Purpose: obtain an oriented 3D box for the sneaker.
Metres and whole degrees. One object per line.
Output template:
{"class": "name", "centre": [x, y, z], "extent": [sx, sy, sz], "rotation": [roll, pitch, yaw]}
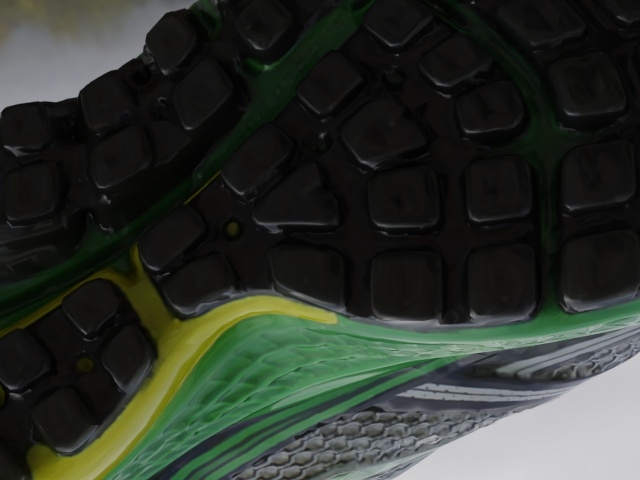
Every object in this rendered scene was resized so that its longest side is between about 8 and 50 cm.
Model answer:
{"class": "sneaker", "centre": [0.000, 0.000, 0.459], "extent": [0.344, 0.134, 0.146], "rotation": [-21, 156, 5]}
